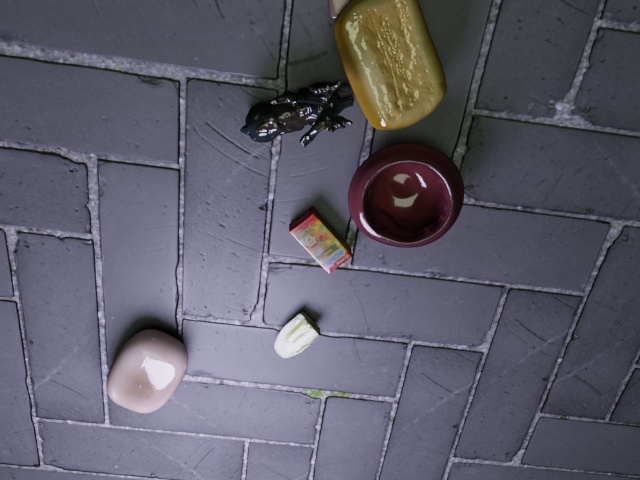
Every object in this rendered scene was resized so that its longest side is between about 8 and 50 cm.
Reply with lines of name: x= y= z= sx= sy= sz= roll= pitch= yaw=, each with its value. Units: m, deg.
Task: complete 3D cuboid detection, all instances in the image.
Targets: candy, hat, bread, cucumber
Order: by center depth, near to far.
bread: x=0.106 y=-0.287 z=0.838 sx=0.147 sy=0.098 sz=0.217 roll=-27 pitch=115 yaw=-7
hat: x=0.153 y=-0.082 z=0.947 sx=0.205 sy=0.089 sz=0.206 roll=2 pitch=113 yaw=4
candy: x=0.000 y=0.000 z=1.014 sx=0.062 sy=0.038 sz=0.122 roll=-36 pitch=111 yaw=16
cucumber: x=-0.053 y=0.201 z=1.115 sx=0.107 sy=0.035 sz=0.067 roll=-43 pitch=91 yaw=19

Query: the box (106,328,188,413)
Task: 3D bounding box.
box: x=-0.368 y=0.279 z=1.122 sx=0.146 sy=0.088 sz=0.200 roll=29 pitch=112 yaw=-15

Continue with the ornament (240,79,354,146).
ornament: x=-0.044 y=-0.192 z=0.812 sx=0.202 sy=0.236 sz=0.080 roll=-17 pitch=109 yaw=7

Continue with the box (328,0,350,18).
box: x=0.032 y=-0.409 z=0.822 sx=0.048 sy=0.025 sz=0.115 roll=-6 pitch=115 yaw=1
